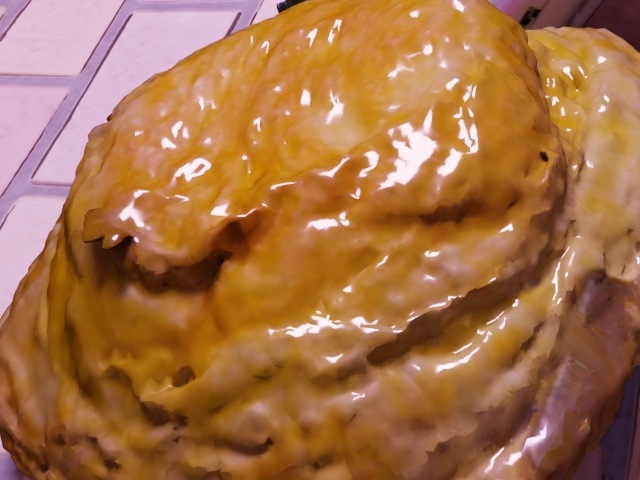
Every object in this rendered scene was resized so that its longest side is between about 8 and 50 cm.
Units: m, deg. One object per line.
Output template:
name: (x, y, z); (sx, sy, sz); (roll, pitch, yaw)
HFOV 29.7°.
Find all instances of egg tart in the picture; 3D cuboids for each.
egg tart: (0.000, 0.000, 0.568); (0.351, 0.153, 0.339); (-5, 43, 20)

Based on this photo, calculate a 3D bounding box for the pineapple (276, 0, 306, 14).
pineapple: (0.016, -0.174, 0.787); (0.083, 0.103, 0.221); (6, 47, 4)

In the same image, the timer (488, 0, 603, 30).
timer: (0.144, -0.201, 0.724); (0.069, 0.191, 0.208); (22, 47, -8)
